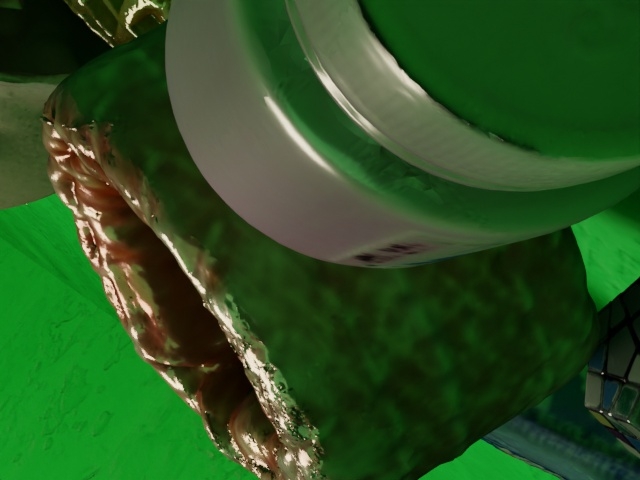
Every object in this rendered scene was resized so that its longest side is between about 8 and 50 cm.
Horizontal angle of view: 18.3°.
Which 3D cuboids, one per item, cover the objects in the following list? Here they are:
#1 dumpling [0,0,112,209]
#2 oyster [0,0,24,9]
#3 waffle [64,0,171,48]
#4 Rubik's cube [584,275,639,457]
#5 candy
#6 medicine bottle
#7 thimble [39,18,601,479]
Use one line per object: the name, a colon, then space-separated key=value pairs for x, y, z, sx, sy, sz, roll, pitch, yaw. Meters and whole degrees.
dumpling: x=-0.211 y=-0.114 z=1.266 sx=0.293 sy=0.163 sz=0.204 roll=4 pitch=150 yaw=-16
oyster: x=-0.320 y=-0.223 z=1.135 sx=0.337 sy=0.133 sz=0.198 roll=54 pitch=-153 yaw=14
waffle: x=-0.069 y=-0.105 z=1.077 sx=0.214 sy=0.054 sz=0.208 roll=33 pitch=174 yaw=45
Rubik's cube: x=0.173 y=0.058 z=0.889 sx=0.093 sy=0.111 sz=0.111 roll=14 pitch=180 yaw=-23
candy: x=0.163 y=0.111 z=1.176 sx=0.331 sy=0.077 sz=0.187 roll=27 pitch=172 yaw=-2
medicine bottle: x=0.040 y=-0.071 z=0.592 sx=0.152 sy=0.152 sz=0.254 roll=38 pitch=169 yaw=-8
thimble: x=0.000 y=0.000 z=0.893 sx=0.239 sy=0.162 sz=0.239 roll=49 pitch=163 yaw=21
